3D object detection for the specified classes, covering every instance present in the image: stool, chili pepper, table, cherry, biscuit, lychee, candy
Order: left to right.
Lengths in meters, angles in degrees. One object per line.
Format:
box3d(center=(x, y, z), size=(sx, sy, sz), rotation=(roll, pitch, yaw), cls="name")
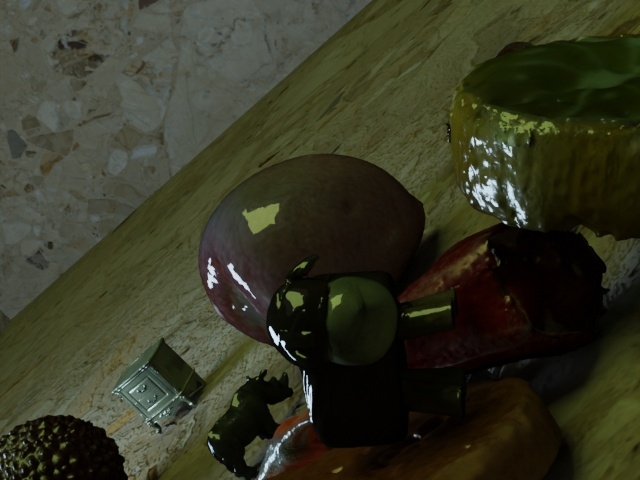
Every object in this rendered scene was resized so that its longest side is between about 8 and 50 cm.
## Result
box3d(center=(-0.308, 0.293, 1.836), size=(0.188, 0.188, 0.188), rotation=(-43, 12, 12), cls="lychee")
box3d(center=(-0.205, 0.187, 2.033), size=(0.079, 0.083, 0.062), rotation=(-40, 12, 28), cls="table")
box3d(center=(-0.036, 0.231, 1.118), size=(0.455, 0.078, 0.350), rotation=(-29, 0, -6), cls="biscuit")
box3d(center=(-0.010, 0.000, 1.717), size=(0.239, 0.206, 0.239), rotation=(-54, 4, 5), cls="cherry")
box3d(center=(0.035, 0.072, 1.115), size=(0.121, 0.217, 0.125), rotation=(-6, 66, 10), cls="stool")
box3d(center=(0.094, 0.072, 1.265), size=(0.252, 0.136, 0.144), rotation=(-29, 34, 31), cls="chili pepper")
box3d(center=(0.224, -0.080, 1.192), size=(0.260, 0.118, 0.260), rotation=(-6, 24, 3), cls="candy")

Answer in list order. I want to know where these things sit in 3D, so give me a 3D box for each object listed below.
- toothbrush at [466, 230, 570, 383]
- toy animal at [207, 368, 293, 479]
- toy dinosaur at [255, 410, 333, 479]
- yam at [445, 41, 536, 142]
box3d(center=(0.177, 0.044, 1.380), size=(0.021, 0.024, 0.288), rotation=(-35, 16, 46), cls="toothbrush")
box3d(center=(-0.068, 0.181, 1.647), size=(0.047, 0.065, 0.136), rotation=(-28, 20, 52), cls="toy animal")
box3d(center=(-0.019, 0.193, 1.400), size=(0.101, 0.055, 0.279), rotation=(-13, -29, -19), cls="toy dinosaur")
box3d(center=(0.208, -0.160, 1.837), size=(0.079, 0.079, 0.141), rotation=(-29, 19, 53), cls="yam")
